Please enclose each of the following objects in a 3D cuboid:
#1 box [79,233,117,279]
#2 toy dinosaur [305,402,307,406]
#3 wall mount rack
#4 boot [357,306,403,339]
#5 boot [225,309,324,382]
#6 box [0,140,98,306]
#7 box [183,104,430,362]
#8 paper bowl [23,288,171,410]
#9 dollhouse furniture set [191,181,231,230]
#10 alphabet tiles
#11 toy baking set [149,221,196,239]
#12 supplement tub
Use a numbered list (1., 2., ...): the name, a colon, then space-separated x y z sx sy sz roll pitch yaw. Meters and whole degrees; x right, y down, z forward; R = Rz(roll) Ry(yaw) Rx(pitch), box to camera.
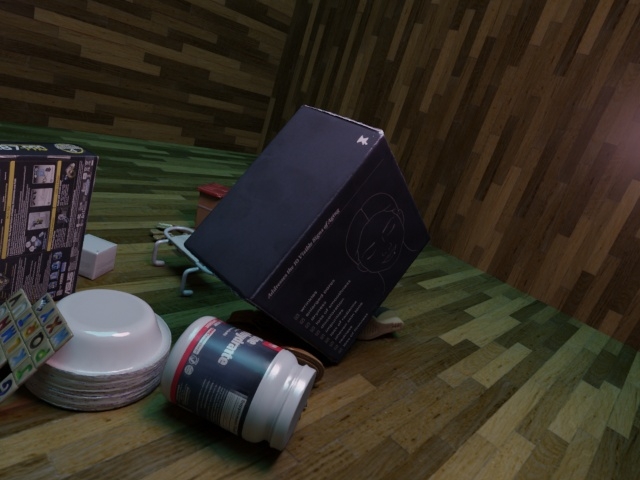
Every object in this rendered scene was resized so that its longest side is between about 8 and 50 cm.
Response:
1. box: -0.674 0.046 1.307 0.101 0.087 0.102 20 18 4
2. toy dinosaur: -0.070 0.364 1.049 0.082 0.047 0.090 5 24 18
3. wall mount rack: -0.370 0.072 1.487 0.304 0.130 0.350 -6 30 -45
4. boot: 0.138 0.260 1.529 0.248 0.090 0.207 6 10 -30
5. boot: -0.130 0.275 1.182 0.283 0.109 0.220 9 15 -5
6. box: -0.687 -0.019 0.994 0.097 0.395 0.318 27 21 19
7. box: 0.000 0.000 1.195 0.297 0.480 0.472 32 -12 37
8. paper bowl: -0.465 0.208 0.949 0.284 0.148 0.284 15 18 -5
9. dollhouse furniture set: -0.329 -0.080 1.830 0.374 0.201 0.152 20 18 7
10. alphabet tiles: -0.590 0.191 0.853 0.237 0.198 0.009 32 -19 38
11. toy baking set: -0.529 -0.007 1.709 0.256 0.030 0.197 20 21 6
12. supplement tub: -0.165 0.290 0.922 0.272 0.191 0.191 22 18 10
